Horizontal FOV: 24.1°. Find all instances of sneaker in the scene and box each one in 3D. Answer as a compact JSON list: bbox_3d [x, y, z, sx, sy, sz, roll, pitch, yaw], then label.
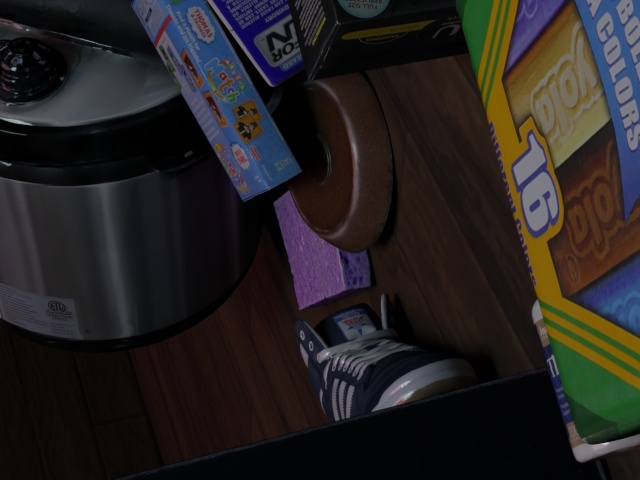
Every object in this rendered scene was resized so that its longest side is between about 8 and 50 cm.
[{"bbox_3d":[0.048,0.102,1.206,0.282,0.099,0.153,106,147,-67],"label":"sneaker"}]

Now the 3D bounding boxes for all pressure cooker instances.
[{"bbox_3d":[-0.237,-0.133,1.572,0.420,0.370,0.375,89,159,-48],"label":"pressure cooker"}]

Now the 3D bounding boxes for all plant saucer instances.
[{"bbox_3d":[0.008,-0.070,1.290,0.168,0.029,0.168,31,126,56],"label":"plant saucer"}]

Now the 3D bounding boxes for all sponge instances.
[{"bbox_3d":[0.000,0.000,1.441,0.210,0.031,0.117,149,109,-75],"label":"sponge"}]

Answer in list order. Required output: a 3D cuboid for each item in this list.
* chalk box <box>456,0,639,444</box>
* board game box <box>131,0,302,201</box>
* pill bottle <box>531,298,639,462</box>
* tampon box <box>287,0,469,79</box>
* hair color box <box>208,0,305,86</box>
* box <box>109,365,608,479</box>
[{"bbox_3d":[0.176,-0.065,0.418,0.289,0.180,0.179,126,131,-72],"label":"chalk box"},{"bbox_3d":[-0.095,-0.138,1.316,0.211,0.039,0.160,61,169,-4],"label":"board game box"},{"bbox_3d":[0.155,0.056,0.819,0.067,0.067,0.120,124,133,-70],"label":"pill bottle"},{"bbox_3d":[0.038,-0.201,0.957,0.101,0.120,0.161,128,128,-72],"label":"tampon box"},{"bbox_3d":[-0.102,-0.301,1.164,0.339,0.110,0.185,55,-175,-41],"label":"hair color box"},{"bbox_3d":[-0.003,0.243,1.022,0.312,0.343,0.179,117,138,-68],"label":"box"}]
